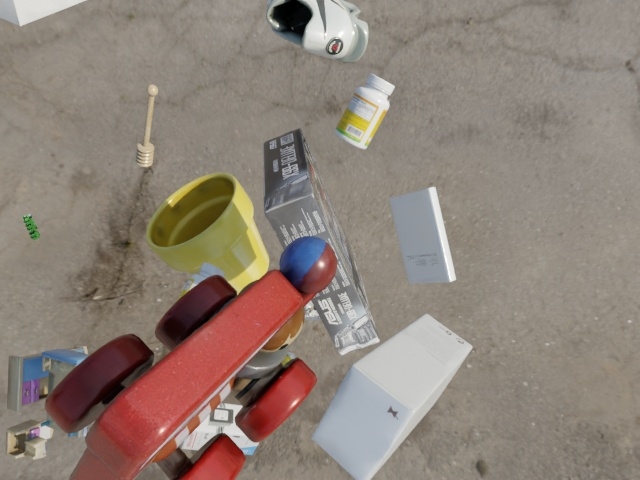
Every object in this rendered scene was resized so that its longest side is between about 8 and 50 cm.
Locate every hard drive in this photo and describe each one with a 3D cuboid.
[{"bbox_3d":[0.338,-0.010,1.663,0.040,0.203,0.308,-14,92,-32],"label":"hard drive"}]

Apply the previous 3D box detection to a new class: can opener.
[{"bbox_3d":[-0.019,0.126,1.413,0.074,0.281,0.093,3,43,0],"label":"can opener"}]

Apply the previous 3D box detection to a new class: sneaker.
[{"bbox_3d":[-0.050,-0.456,0.944,0.146,0.123,0.331,-9,46,-31],"label":"sneaker"}]

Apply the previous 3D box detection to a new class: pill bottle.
[{"bbox_3d":[0.164,-0.469,1.793,0.136,0.136,0.246,31,109,4],"label":"pill bottle"},{"bbox_3d":[-0.228,0.103,0.932,0.065,0.065,0.117,25,72,3],"label":"pill bottle"}]

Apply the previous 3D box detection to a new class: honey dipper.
[{"bbox_3d":[-0.292,-0.194,0.835,0.030,0.161,0.031,13,44,-13],"label":"honey dipper"}]

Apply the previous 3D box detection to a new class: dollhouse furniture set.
[{"bbox_3d":[-0.630,0.418,1.286,0.303,0.198,0.287,1,89,29],"label":"dollhouse furniture set"}]

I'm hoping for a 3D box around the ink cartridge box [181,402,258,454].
[{"bbox_3d":[-0.209,0.365,0.964,0.180,0.104,0.060,11,46,-13],"label":"ink cartridge box"}]

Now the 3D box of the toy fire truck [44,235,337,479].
[{"bbox_3d":[-0.086,0.109,0.455,0.169,0.254,0.302,47,42,5],"label":"toy fire truck"}]

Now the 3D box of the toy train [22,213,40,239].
[{"bbox_3d":[-0.752,-0.035,1.287,0.017,0.083,0.024,25,45,19],"label":"toy train"}]

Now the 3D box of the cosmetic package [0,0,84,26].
[{"bbox_3d":[-0.489,-0.464,0.892,0.098,0.061,0.239,23,46,12],"label":"cosmetic package"}]

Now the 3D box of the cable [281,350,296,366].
[{"bbox_3d":[-0.143,0.317,1.572,0.072,0.139,0.287,-28,95,2],"label":"cable"}]

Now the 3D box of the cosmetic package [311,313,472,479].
[{"bbox_3d":[0.195,0.362,1.217,0.161,0.453,0.230,35,112,23],"label":"cosmetic package"}]

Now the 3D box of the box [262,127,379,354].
[{"bbox_3d":[0.000,0.000,0.830,0.076,0.243,0.308,-21,124,7],"label":"box"}]

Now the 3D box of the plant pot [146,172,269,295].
[{"bbox_3d":[-0.250,0.004,1.212,0.253,0.239,0.254,-19,40,17],"label":"plant pot"}]
